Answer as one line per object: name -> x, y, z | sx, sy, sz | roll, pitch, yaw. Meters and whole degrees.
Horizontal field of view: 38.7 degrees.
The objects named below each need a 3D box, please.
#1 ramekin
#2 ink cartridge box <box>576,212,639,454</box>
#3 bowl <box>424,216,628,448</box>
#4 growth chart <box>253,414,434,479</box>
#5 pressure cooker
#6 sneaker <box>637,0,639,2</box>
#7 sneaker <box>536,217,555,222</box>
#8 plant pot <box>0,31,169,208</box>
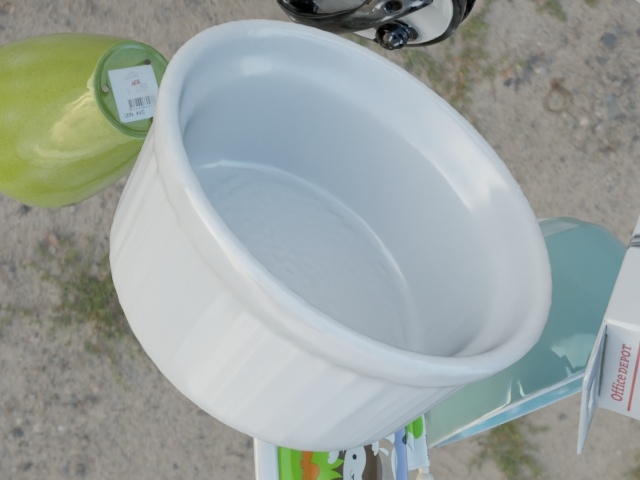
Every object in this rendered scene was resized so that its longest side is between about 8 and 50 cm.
ramekin -> 0.000, 0.000, 0.594 | 0.277, 0.277, 0.135 | 21, 131, -23
ink cartridge box -> 0.211, 0.042, 0.550 | 0.060, 0.180, 0.104 | 15, 148, 23
bowl -> 0.224, 0.087, 0.966 | 0.311, 0.163, 0.311 | -22, 163, -7
growth chart -> 0.022, 0.158, 0.677 | 0.021, 0.237, 0.172 | -8, 93, 34
pressure cooker -> 0.111, -0.503, 1.419 | 0.375, 0.370, 0.421 | 24, 76, 5
sneaker -> 0.170, -0.207, 0.439 | 0.282, 0.102, 0.161 | 12, 156, -30
sneaker -> 0.339, 0.094, 1.533 | 0.322, 0.236, 0.130 | -13, 132, -15
plant pot -> -0.342, -0.196, 1.354 | 0.274, 0.293, 0.275 | 4, 84, -42
